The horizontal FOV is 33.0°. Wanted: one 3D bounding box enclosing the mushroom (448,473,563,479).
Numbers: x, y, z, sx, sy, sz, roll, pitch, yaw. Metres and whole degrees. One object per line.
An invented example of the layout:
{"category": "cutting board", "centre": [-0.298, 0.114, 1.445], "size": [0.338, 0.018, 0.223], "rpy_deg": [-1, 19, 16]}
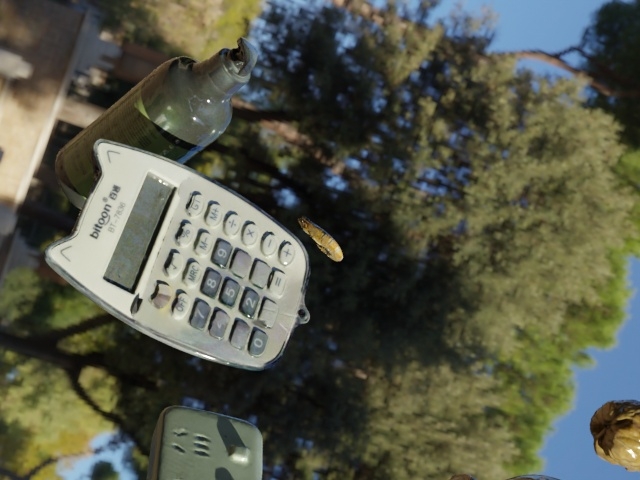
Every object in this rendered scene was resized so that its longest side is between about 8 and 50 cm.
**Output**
{"category": "mushroom", "centre": [0.206, 0.338, 1.198], "size": [0.207, 0.215, 0.207], "rpy_deg": [-35, -154, 19]}

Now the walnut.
{"category": "walnut", "centre": [0.330, 0.206, 1.142], "size": [0.082, 0.096, 0.079], "rpy_deg": [-50, -138, 24]}

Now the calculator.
{"category": "calculator", "centre": [-0.124, 0.020, 1.050], "size": [0.040, 0.268, 0.177], "rpy_deg": [-36, -150, 57]}

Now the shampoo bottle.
{"category": "shampoo bottle", "centre": [-0.171, -0.130, 1.188], "size": [0.284, 0.101, 0.101], "rpy_deg": [-33, -142, 32]}

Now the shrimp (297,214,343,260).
{"category": "shrimp", "centre": [0.000, 0.000, 1.873], "size": [0.023, 0.108, 0.059], "rpy_deg": [-39, 149, -17]}

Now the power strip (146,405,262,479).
{"category": "power strip", "centre": [-0.096, 0.301, 1.165], "size": [0.265, 0.194, 0.059], "rpy_deg": [-93, -157, -53]}
